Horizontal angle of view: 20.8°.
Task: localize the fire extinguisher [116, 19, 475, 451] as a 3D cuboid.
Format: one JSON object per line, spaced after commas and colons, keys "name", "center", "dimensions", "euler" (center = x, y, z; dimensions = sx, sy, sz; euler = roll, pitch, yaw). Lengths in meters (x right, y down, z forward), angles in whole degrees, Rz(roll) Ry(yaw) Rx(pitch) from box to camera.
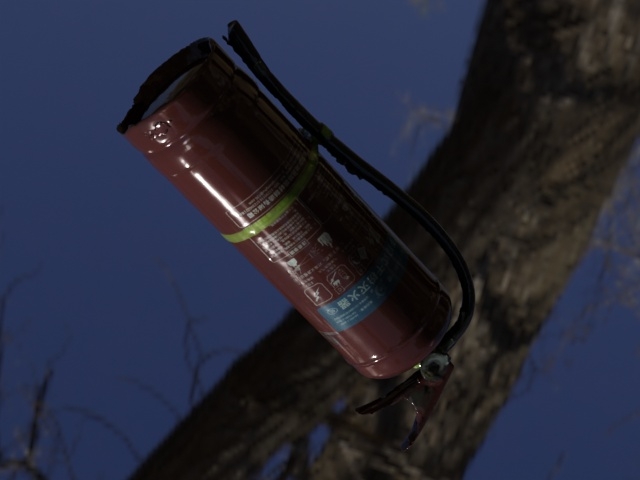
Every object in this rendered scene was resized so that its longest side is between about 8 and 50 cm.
{"name": "fire extinguisher", "center": [0.000, 0.000, 0.496], "dimensions": [0.132, 0.056, 0.039], "euler": [46, 177, -22]}
